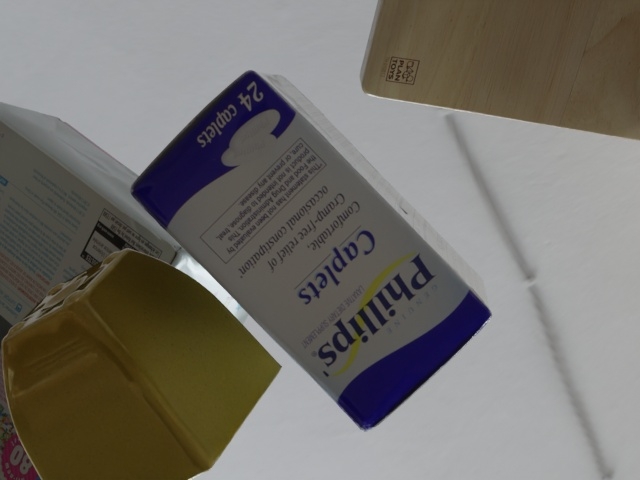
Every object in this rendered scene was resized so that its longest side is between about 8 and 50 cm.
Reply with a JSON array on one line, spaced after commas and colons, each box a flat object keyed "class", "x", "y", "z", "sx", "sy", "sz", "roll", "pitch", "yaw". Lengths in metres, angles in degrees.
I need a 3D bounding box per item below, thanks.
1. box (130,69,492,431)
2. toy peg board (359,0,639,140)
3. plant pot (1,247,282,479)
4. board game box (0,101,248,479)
[{"class": "box", "x": 0.000, "y": 0.000, "z": 0.687, "sx": 0.072, "sy": 0.126, "sz": 0.137, "roll": -45, "pitch": -90, "yaw": 7}, {"class": "toy peg board", "x": 0.112, "y": -0.149, "z": 0.833, "sx": 0.160, "sy": 0.079, "sz": 0.161, "roll": 8, "pitch": -58, "yaw": -10}, {"class": "plant pot", "x": -0.082, "y": 0.053, "z": 0.669, "sx": 0.081, "sy": 0.081, "sz": 0.083, "roll": -27, "pitch": -76, "yaw": 31}, {"class": "board game box", "x": -0.200, "y": 0.091, "z": 1.060, "sx": 0.224, "sy": 0.097, "sz": 0.303, "roll": 36, "pitch": -78, "yaw": 34}]
